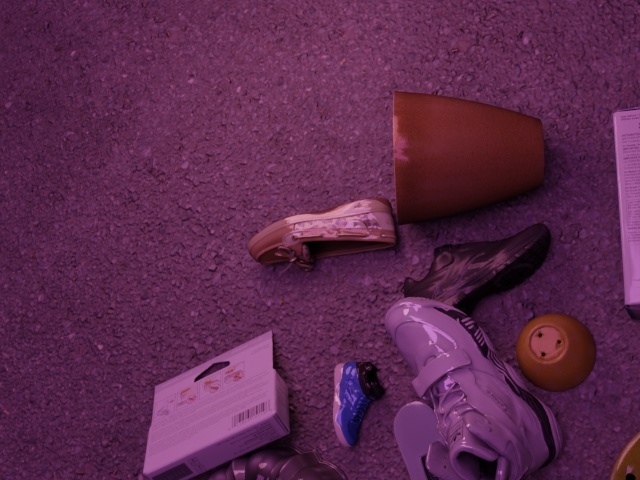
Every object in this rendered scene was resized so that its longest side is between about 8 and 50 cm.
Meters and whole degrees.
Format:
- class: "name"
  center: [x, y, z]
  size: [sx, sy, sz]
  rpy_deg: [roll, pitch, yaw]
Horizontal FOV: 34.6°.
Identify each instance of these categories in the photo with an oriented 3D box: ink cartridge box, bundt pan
- class: "ink cartridge box"
  center: [0.622, -0.080, 1.659]
  size: [0.270, 0.151, 0.395]
  rpy_deg: [-5, 75, 19]
- class: "bundt pan"
  center: [-0.093, 0.514, 1.785]
  size: [0.331, 0.124, 0.330]
  rpy_deg: [-6, 73, 19]
- class: "ink cartridge box"
  center: [-0.189, 0.310, 1.887]
  size: [0.275, 0.060, 0.239]
  rpy_deg: [-26, 29, 12]

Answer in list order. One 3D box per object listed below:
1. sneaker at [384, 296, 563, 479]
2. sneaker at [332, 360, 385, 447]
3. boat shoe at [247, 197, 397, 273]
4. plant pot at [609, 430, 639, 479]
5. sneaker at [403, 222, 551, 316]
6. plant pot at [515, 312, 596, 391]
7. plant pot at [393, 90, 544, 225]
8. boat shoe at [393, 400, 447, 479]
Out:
- class: "sneaker"
  center: [0.218, 0.251, 1.648]
  size: [0.366, 0.210, 0.137]
  rpy_deg: [46, 123, 11]
- class: "sneaker"
  center: [0.071, 0.288, 1.819]
  size: [0.085, 0.058, 0.152]
  rpy_deg: [-12, 65, 27]
- class: "boat shoe"
  center: [0.000, 0.000, 1.903]
  size: [0.285, 0.104, 0.089]
  rpy_deg: [-17, 67, 15]
- class: "plant pot"
  center: [0.542, 0.402, 1.392]
  size: [0.367, 0.353, 0.366]
  rpy_deg: [-13, 55, 19]
- class: "sneaker"
  center: [0.266, 0.044, 1.792]
  size: [0.286, 0.109, 0.130]
  rpy_deg: [-33, 60, 7]
- class: "plant pot"
  center: [0.385, 0.179, 1.708]
  size: [0.134, 0.095, 0.134]
  rpy_deg: [-6, 73, 19]
- class: "plant pot"
  center: [0.258, -0.146, 1.797]
  size: [0.255, 0.237, 0.237]
  rpy_deg: [-1, 75, 7]
- class: "boat shoe"
  center: [0.201, 0.422, 1.707]
  size: [0.113, 0.105, 0.306]
  rpy_deg: [-28, 61, 16]
